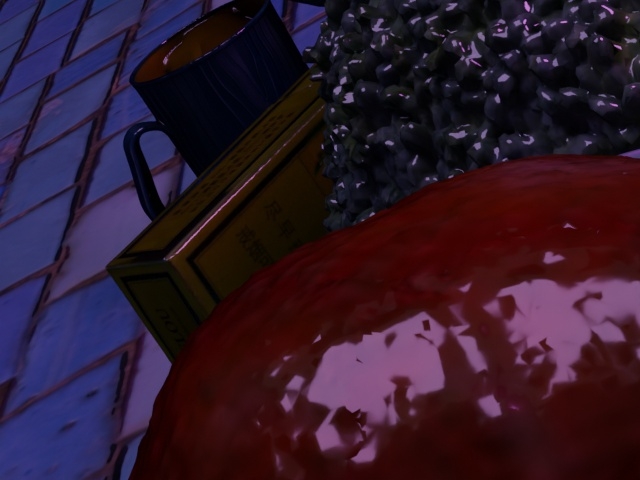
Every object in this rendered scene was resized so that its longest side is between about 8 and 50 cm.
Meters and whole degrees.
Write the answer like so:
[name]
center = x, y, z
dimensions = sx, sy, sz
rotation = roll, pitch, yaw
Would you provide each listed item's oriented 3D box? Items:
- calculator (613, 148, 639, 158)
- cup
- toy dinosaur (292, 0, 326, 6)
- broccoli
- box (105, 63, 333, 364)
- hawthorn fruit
[calculator]
center = 0.152, 0.036, 0.641
dimensions = 0.299, 0.185, 0.041
rotation = -17, 40, 34
[cup]
center = -0.066, -0.082, 1.292
dimensions = 0.150, 0.138, 0.113
rotation = -26, 21, 17
[toy dinosaur]
center = 0.060, -0.191, 1.179
dimensions = 0.331, 0.383, 0.129
rotation = -167, 100, -80
[broccoli]
center = 0.132, -0.064, 0.772
dimensions = 0.317, 0.338, 0.277
rotation = -5, 54, 12
[box]
center = 0.000, 0.000, 1.006
dimensions = 0.064, 0.141, 0.220
rotation = -9, 30, 48
[hawthorn fruit]
center = 0.077, 0.101, 0.528
dimensions = 0.265, 0.265, 0.307
rotation = -28, -2, 13
